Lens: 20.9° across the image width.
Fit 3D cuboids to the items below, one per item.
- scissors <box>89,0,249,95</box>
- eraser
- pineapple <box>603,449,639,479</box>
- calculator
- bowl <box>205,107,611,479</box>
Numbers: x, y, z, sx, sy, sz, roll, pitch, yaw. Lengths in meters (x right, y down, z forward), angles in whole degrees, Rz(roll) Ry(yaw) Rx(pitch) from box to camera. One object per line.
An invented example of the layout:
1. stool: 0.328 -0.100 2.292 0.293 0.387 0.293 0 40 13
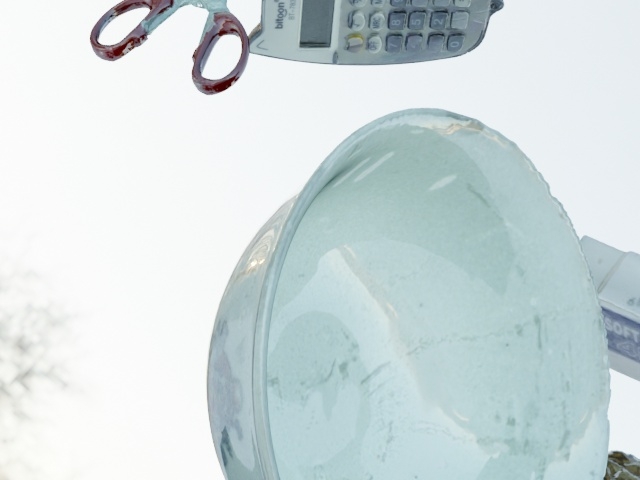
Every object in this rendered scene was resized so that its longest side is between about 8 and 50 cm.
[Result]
1. scissors: -0.083 -0.233 1.487 0.144 0.248 0.017 20 -29 22
2. eraser: 0.375 0.101 1.770 0.279 0.081 0.124 25 -27 28
3. pineapple: 0.238 0.375 1.821 0.175 0.175 0.361 35 -58 12
4. calculator: 0.057 -0.246 1.783 0.268 0.040 0.177 3 -38 -3
5. bowl: 0.038 0.117 1.414 0.196 0.435 0.435 -7 -46 44
